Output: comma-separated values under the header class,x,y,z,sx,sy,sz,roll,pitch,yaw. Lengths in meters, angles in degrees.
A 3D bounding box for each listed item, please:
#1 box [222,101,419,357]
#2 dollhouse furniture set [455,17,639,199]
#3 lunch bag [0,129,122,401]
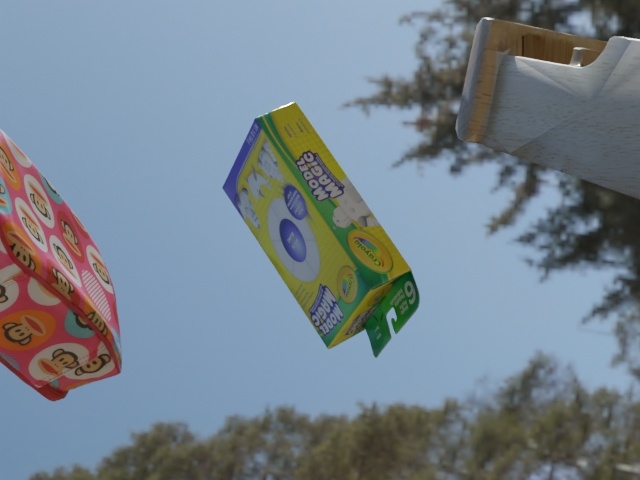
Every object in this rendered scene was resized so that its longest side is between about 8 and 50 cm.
class,x,y,z,sx,sy,sz,roll,pitch,yaw
box,0.000,0.000,0.993,0.043,0.179,0.105,-27,-17,-30
dollhouse furniture set,0.229,-0.209,0.621,0.362,0.256,0.394,8,-81,-20
lunch bag,-0.324,0.006,1.449,0.293,0.120,0.258,58,-170,-49
